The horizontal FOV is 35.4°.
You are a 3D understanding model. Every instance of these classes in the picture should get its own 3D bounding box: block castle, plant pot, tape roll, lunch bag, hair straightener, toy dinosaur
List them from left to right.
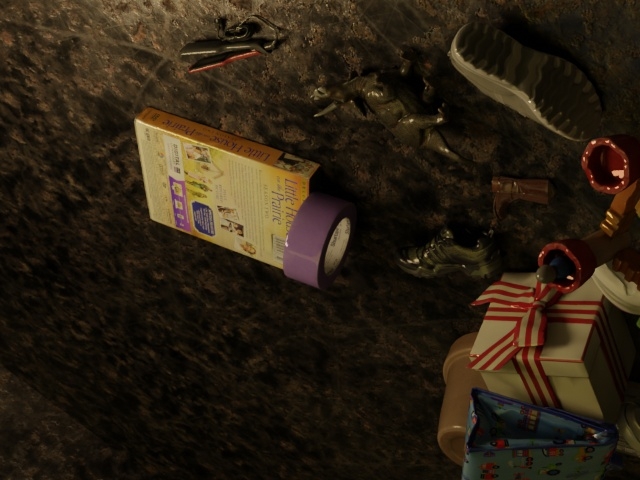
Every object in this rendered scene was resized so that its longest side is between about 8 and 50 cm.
[{"bbox_3d":[-0.175,-0.373,1.881,0.230,0.047,0.089,-1,130,36],"label":"hair straightener"},{"bbox_3d":[0.000,0.000,2.039,0.080,0.189,0.189,19,140,18],"label":"tape roll"},{"bbox_3d":[0.150,-0.233,1.770,0.313,0.121,0.160,30,154,-2],"label":"toy dinosaur"},{"bbox_3d":[0.356,0.363,2.140,0.263,0.229,0.263,20,141,18],"label":"plant pot"},{"bbox_3d":[0.417,0.401,1.877,0.293,0.138,0.221,6,143,8],"label":"lunch bag"},{"bbox_3d":[0.539,0.065,1.435,0.453,0.213,0.303,46,142,31],"label":"block castle"}]

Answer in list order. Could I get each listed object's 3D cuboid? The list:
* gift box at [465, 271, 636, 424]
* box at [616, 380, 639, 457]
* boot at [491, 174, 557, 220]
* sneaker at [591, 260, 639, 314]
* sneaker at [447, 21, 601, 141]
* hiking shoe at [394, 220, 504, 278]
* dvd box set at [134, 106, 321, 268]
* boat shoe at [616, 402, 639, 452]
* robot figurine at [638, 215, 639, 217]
[{"bbox_3d":[0.424,0.209,1.908,0.276,0.255,0.258,-4,130,31],"label":"gift box"},{"bbox_3d":[0.671,0.376,2.066,0.231,0.056,0.183,11,136,26],"label":"box"},{"bbox_3d":[0.373,-0.072,1.823,0.114,0.037,0.106,6,137,24],"label":"boot"},{"bbox_3d":[0.620,0.081,1.773,0.305,0.114,0.152,30,123,5],"label":"sneaker"},{"bbox_3d":[0.332,-0.259,1.628,0.281,0.105,0.115,34,176,-7],"label":"sneaker"},{"bbox_3d":[0.248,0.009,1.974,0.227,0.086,0.114,0,118,28],"label":"hiking shoe"},{"bbox_3d":[-0.196,-0.102,2.174,0.420,0.062,0.307,19,140,18],"label":"dvd box set"},{"bbox_3d":[0.692,0.391,1.961,0.258,0.095,0.084,33,138,-16],"label":"boat shoe"},{"bbox_3d":[0.568,-0.066,1.659,0.115,0.067,0.101,5,122,31],"label":"robot figurine"}]
